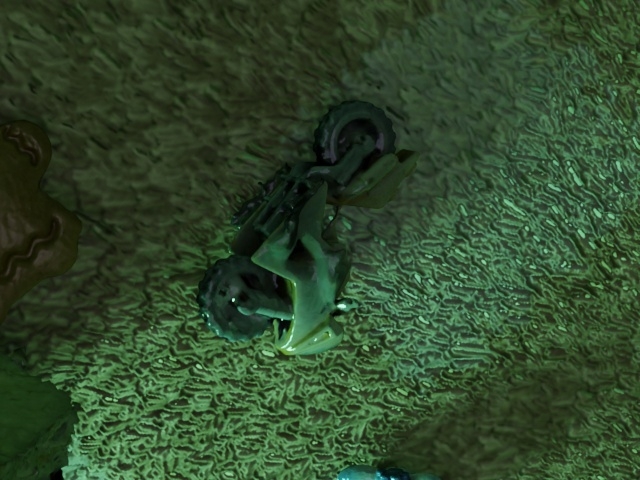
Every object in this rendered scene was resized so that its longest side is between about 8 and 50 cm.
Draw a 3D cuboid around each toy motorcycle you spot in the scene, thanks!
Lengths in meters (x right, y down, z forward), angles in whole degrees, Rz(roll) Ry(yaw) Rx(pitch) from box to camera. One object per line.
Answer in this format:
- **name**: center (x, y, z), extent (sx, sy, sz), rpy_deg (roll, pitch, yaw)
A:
- **toy motorcycle**: center (0.000, 0.000, 1.282), extent (0.130, 0.094, 0.229), rpy_deg (40, 80, -22)

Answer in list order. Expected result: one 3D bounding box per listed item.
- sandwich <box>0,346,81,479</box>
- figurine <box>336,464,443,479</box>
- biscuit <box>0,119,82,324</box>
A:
- **sandwich**: center (-0.345, 0.154, 1.152), extent (0.325, 0.262, 0.131), rpy_deg (5, 110, -15)
- **figurine**: center (0.064, 0.247, 1.353), extent (0.114, 0.079, 0.114), rpy_deg (2, 98, 14)
- **biscuit**: center (-0.301, -0.049, 1.207), extent (0.184, 0.035, 0.249), rpy_deg (-39, 98, -13)
